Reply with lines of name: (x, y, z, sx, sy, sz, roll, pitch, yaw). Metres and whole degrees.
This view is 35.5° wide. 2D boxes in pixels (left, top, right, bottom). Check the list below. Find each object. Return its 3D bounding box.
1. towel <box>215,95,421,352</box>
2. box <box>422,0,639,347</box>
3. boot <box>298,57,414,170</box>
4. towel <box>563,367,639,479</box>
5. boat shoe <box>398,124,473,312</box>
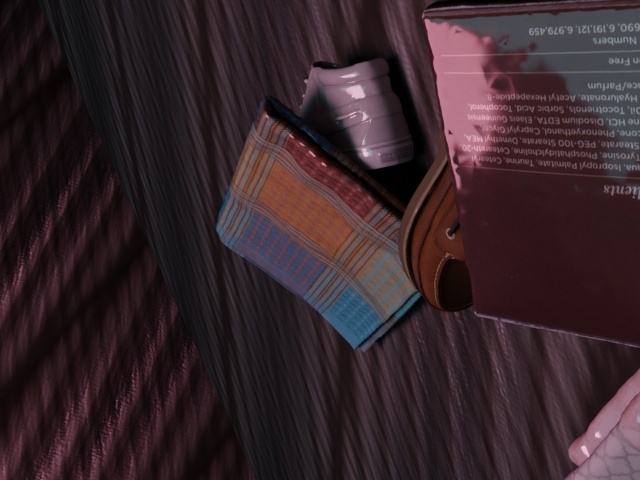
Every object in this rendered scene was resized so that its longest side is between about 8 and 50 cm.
towel: (0.000, 0.000, 1.194, 0.271, 0.040, 0.370, 39, 157, 3)
box: (0.187, -0.066, 0.594, 0.167, 0.168, 0.203, 9, 120, 42)
boot: (0.013, -0.143, 1.136, 0.258, 0.095, 0.123, 2, 106, 58)
towel: (0.314, 0.140, 0.488, 0.332, 0.053, 0.317, 28, 149, 8)
boat shoe: (0.147, -0.022, 0.877, 0.104, 0.111, 0.307, 55, 155, 33)
